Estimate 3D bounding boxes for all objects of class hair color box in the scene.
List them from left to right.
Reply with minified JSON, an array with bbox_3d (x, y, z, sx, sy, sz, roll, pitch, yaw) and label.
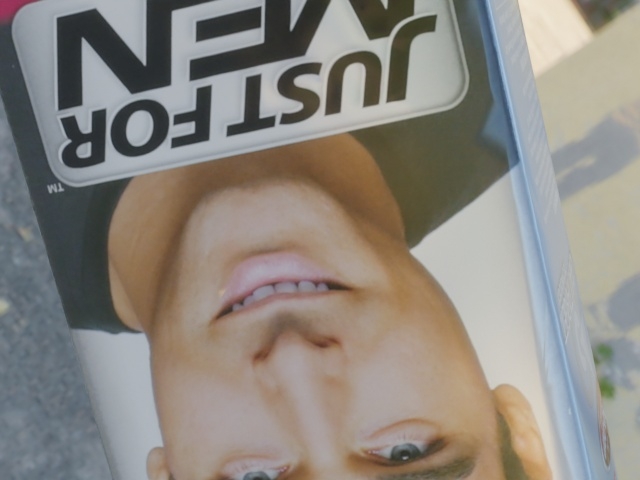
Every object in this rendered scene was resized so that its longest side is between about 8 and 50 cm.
[{"bbox_3d":[0.000,0.000,0.551,0.113,0.185,0.375,-55,132,-70],"label":"hair color box"}]
